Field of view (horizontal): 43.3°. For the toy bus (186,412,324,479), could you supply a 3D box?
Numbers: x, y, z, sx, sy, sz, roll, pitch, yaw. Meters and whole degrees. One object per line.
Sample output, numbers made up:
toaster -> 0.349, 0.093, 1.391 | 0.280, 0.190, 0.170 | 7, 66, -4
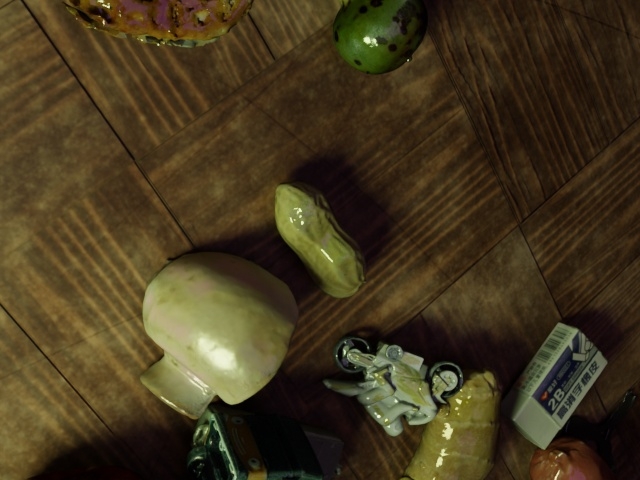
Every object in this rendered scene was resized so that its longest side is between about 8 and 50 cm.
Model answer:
toy bus -> -0.112, 0.388, 1.156 | 0.167, 0.138, 0.275 | 5, 117, -27

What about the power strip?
power strip -> -0.081, 0.316, 1.251 | 0.272, 0.052, 0.078 | 20, 92, -30

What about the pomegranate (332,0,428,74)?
pomegranate -> 0.073, -0.322, 1.151 | 0.148, 0.148, 0.169 | -37, 91, -17

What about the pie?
pie -> -0.195, -0.378, 1.008 | 0.308, 0.085, 0.308 | -8, 109, -24

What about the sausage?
sausage -> 0.495, 0.472, 1.555 | 0.148, 0.148, 0.254 | -51, 125, -10

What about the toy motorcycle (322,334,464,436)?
toy motorcycle -> 0.117, 0.240, 1.310 | 0.228, 0.074, 0.151 | 16, 92, -10

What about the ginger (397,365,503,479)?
ginger -> 0.221, 0.381, 1.395 | 0.190, 0.126, 0.354 | 31, 89, -41

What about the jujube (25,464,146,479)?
jujube -> -0.305, 0.494, 1.051 | 0.276, 0.276, 0.377 | -4, 86, -28

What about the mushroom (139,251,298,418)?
mushroom -> -0.153, 0.120, 1.097 | 0.162, 0.173, 0.236 | 40, 81, -27

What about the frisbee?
frisbee -> 0.595, 0.389, 1.663 | 0.187, 0.012, 0.211 | -44, 118, -14

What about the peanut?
peanut -> 0.000, 0.000, 1.196 | 0.090, 0.098, 0.214 | -39, 115, -5

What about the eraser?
eraser -> 0.437, 0.273, 1.517 | 0.210, 0.068, 0.124 | -51, 122, -9
